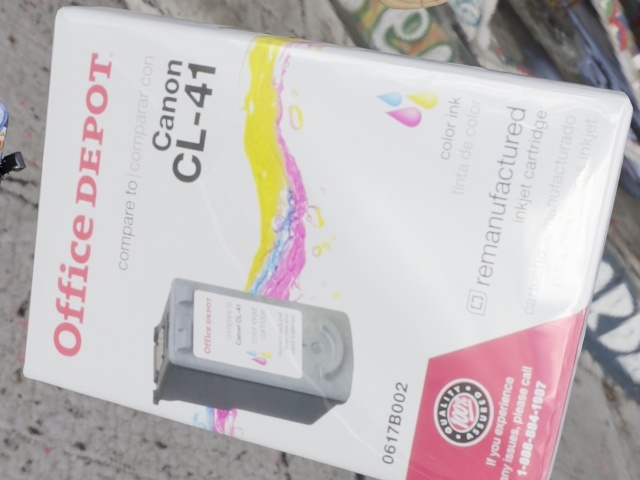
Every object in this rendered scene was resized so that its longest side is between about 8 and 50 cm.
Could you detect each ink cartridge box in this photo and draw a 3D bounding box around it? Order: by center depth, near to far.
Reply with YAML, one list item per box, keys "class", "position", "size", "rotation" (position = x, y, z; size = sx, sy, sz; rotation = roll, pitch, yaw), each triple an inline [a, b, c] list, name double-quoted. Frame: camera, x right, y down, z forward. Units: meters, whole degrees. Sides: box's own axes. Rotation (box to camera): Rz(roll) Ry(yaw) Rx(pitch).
- class: "ink cartridge box"
  position: [0.000, 0.000, 0.515]
  size: [0.131, 0.306, 0.226]
  rotation: [-32, 132, -73]

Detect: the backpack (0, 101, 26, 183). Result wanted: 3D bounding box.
- class: "backpack"
  position: [-0.498, -0.088, 0.973]
  size: [0.276, 0.213, 0.264]
  rotation: [23, 61, -9]

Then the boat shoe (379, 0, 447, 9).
- class: "boat shoe"
  position: [0.111, -0.254, 0.793]
  size: [0.059, 0.170, 0.063]
  rotation: [34, -33, 59]
